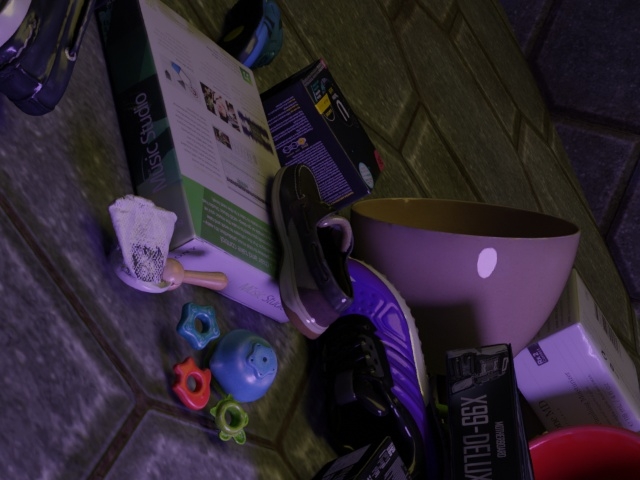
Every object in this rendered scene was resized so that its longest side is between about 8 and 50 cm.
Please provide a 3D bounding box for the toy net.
[{"bbox_3d":[-0.125,0.067,1.057,0.232,0.045,0.122,52,48,-17],"label":"toy net"}]

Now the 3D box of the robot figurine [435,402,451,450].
[{"bbox_3d":[0.120,0.236,1.380,0.115,0.067,0.101,33,64,-54],"label":"robot figurine"}]

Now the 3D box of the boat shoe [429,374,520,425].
[{"bbox_3d":[0.211,0.187,1.620,0.116,0.096,0.324,50,23,-30],"label":"boat shoe"}]

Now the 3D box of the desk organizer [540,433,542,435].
[{"bbox_3d":[0.280,0.221,1.750,0.130,0.047,0.050,33,22,-8],"label":"desk organizer"}]

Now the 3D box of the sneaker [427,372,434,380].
[{"bbox_3d":[0.124,0.170,1.523,0.031,0.035,0.083,57,20,-10],"label":"sneaker"}]

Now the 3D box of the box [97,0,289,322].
[{"bbox_3d":[-0.117,-0.090,1.254,0.232,0.058,0.322,32,34,-54],"label":"box"}]

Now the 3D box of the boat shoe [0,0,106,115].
[{"bbox_3d":[-0.233,-0.235,1.059,0.113,0.127,0.340,49,25,-35],"label":"boat shoe"}]

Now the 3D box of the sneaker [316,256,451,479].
[{"bbox_3d":[0.048,0.144,1.276,0.146,0.102,0.293,13,52,-63],"label":"sneaker"}]

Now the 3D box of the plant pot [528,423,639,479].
[{"bbox_3d":[0.342,0.404,1.464,0.275,0.275,0.243,-93,159,-49],"label":"plant pot"}]

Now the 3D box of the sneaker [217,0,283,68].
[{"bbox_3d":[-0.079,-0.249,1.531,0.082,0.069,0.209,57,20,-24],"label":"sneaker"}]

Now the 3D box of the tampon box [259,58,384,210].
[{"bbox_3d":[-0.009,-0.119,1.479,0.161,0.101,0.120,57,21,-12],"label":"tampon box"}]

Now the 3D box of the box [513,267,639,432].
[{"bbox_3d":[0.338,0.165,1.634,0.181,0.119,0.182,55,20,-14],"label":"box"}]

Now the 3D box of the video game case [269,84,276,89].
[{"bbox_3d":[-0.023,-0.153,1.624,0.122,0.011,0.087,63,20,3],"label":"video game case"}]

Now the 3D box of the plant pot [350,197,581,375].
[{"bbox_3d":[0.170,0.062,1.508,0.284,0.284,0.191,-22,119,-70],"label":"plant pot"}]

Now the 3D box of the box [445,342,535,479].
[{"bbox_3d":[0.189,0.303,1.273,0.307,0.076,0.242,-85,163,-49],"label":"box"}]

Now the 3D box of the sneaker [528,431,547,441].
[{"bbox_3d":[0.348,0.347,1.763,0.182,0.158,0.410,36,12,24],"label":"sneaker"}]

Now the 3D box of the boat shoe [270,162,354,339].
[{"bbox_3d":[-0.001,0.000,1.228,0.080,0.073,0.223,46,26,-38],"label":"boat shoe"}]

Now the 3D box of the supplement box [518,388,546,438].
[{"bbox_3d":[0.262,0.246,1.665,0.062,0.098,0.036,59,20,-8],"label":"supplement box"}]

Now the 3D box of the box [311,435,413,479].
[{"bbox_3d":[0.044,0.284,1.117,0.147,0.077,0.180,62,20,-1],"label":"box"}]
